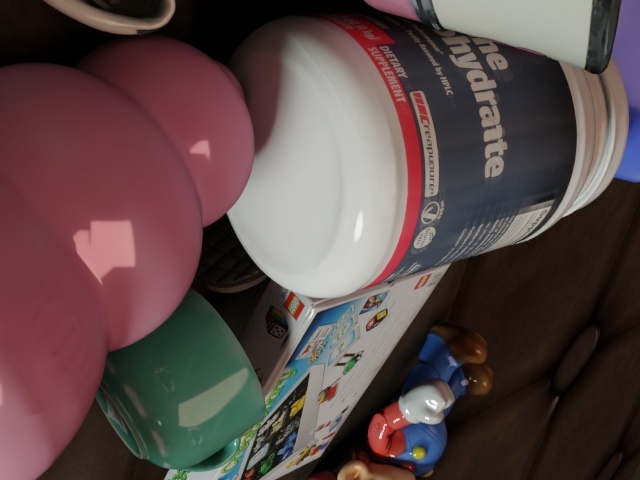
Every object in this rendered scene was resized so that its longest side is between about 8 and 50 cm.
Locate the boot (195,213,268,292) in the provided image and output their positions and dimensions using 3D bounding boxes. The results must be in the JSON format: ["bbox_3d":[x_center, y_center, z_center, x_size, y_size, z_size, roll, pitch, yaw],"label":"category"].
[{"bbox_3d":[0.000,0.000,0.841,0.246,0.083,0.161,-40,146,-24],"label":"boot"}]

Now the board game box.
[{"bbox_3d":[-0.016,0.128,0.875,0.193,0.053,0.305,-14,143,-46],"label":"board game box"}]

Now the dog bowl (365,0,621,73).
[{"bbox_3d":[0.101,-0.303,0.528,0.408,0.150,0.408,4,90,-77],"label":"dog bowl"}]

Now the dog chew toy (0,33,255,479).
[{"bbox_3d":[-0.163,-0.004,0.532,0.332,0.206,0.206,-44,145,-32],"label":"dog chew toy"}]

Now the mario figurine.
[{"bbox_3d":[0.120,0.268,1.117,0.198,0.170,0.320,45,68,-21],"label":"mario figurine"}]

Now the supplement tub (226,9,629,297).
[{"bbox_3d":[0.076,-0.076,0.688,0.272,0.191,0.191,-15,128,-35],"label":"supplement tub"}]

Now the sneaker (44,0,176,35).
[{"bbox_3d":[-0.163,-0.189,0.470,0.258,0.091,0.094,25,96,-56],"label":"sneaker"}]

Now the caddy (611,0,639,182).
[{"bbox_3d":[0.249,-0.219,0.852,0.179,0.241,0.341,19,105,-10],"label":"caddy"}]

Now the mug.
[{"bbox_3d":[-0.113,0.125,0.732,0.097,0.129,0.158,-31,97,-25],"label":"mug"}]
